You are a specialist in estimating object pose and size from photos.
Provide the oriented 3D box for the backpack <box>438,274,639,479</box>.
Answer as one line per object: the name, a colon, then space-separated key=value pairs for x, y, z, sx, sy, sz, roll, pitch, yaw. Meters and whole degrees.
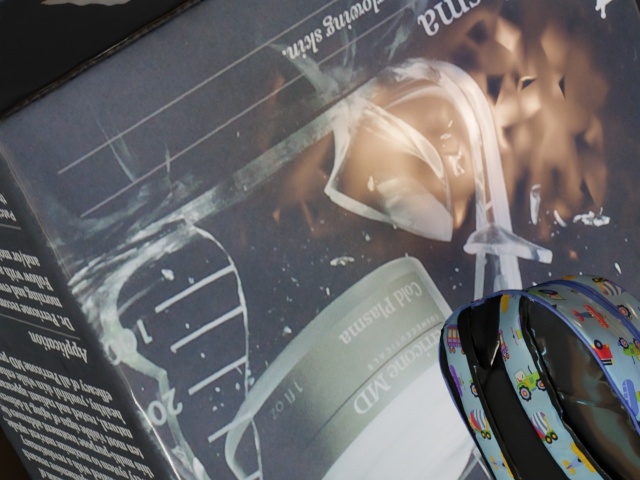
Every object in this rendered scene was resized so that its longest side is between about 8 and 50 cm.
backpack: x=0.154 y=0.095 z=0.903 sx=0.117 sy=0.158 sz=0.173 roll=-29 pitch=89 yaw=-31

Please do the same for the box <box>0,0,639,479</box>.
box: x=0.000 y=0.000 z=1.125 sx=0.480 sy=0.297 sz=0.472 roll=-36 pitch=116 yaw=-27
